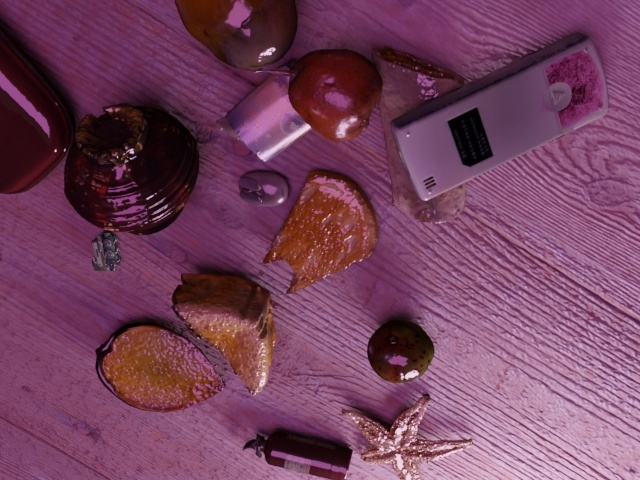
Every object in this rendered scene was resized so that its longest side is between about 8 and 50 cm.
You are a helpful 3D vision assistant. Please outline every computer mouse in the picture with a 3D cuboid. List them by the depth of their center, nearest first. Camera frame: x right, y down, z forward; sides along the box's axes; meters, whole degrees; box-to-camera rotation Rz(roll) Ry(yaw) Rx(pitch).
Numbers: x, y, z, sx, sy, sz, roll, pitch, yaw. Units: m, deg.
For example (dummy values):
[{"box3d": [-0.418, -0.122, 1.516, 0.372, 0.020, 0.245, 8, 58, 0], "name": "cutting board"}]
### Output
[{"box3d": [-0.105, -0.091, 1.603, 0.096, 0.039, 0.066, 4, 116, 11], "name": "computer mouse"}]

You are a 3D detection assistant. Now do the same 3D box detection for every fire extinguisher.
[{"box3d": [-0.052, 0.448, 1.843, 0.231, 0.071, 0.099, 11, 145, 8], "name": "fire extinguisher"}]

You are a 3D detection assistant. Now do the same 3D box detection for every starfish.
[{"box3d": [0.183, 0.418, 1.786, 0.231, 0.048, 0.295, -29, 107, 23], "name": "starfish"}]

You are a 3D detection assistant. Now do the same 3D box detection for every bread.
[{"box3d": [-0.150, 0.143, 1.652, 0.133, 0.174, 0.251, -36, 105, 21], "name": "bread"}]

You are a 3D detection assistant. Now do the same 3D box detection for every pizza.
[{"box3d": [0.000, 0.000, 1.628, 0.181, 0.034, 0.262, 35, 117, -6], "name": "pizza"}]

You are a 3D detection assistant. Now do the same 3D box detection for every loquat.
[{"box3d": [-0.130, -0.372, 1.392, 0.227, 0.179, 0.179, 46, 117, 8], "name": "loquat"}]

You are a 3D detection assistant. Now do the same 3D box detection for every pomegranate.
[{"box3d": [0.149, 0.213, 1.653, 0.130, 0.130, 0.130, 5, 116, 10], "name": "pomegranate"}]

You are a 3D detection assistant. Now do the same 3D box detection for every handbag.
[{"box3d": [-0.080, -0.214, 1.515, 0.173, 0.095, 0.117, -37, 104, 17], "name": "handbag"}]

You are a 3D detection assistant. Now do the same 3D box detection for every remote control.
[{"box3d": [0.285, -0.195, 1.393, 0.344, 0.050, 0.145, -25, 119, -2], "name": "remote control"}]

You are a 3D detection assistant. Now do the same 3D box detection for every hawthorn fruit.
[{"box3d": [0.015, -0.248, 1.397, 0.149, 0.149, 0.189, -36, 108, 25], "name": "hawthorn fruit"}]

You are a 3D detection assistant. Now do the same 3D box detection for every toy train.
[{"box3d": [-0.420, 0.021, 1.728, 0.053, 0.033, 0.083, 2, 116, 15], "name": "toy train"}]

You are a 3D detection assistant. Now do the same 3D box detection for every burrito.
[{"box3d": [0.170, -0.177, 1.469, 0.143, 0.105, 0.299, -1, 117, 17], "name": "burrito"}]

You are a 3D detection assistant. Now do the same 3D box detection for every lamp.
[{"box3d": [-0.327, -0.127, 1.526, 0.247, 0.247, 0.247, 5, 116, 10], "name": "lamp"}]

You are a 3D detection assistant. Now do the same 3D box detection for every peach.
[{"box3d": [-0.318, 0.254, 1.802, 0.279, 0.068, 0.189, 13, 110, 8], "name": "peach"}]

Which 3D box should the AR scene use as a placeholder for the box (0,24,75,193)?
[{"box3d": [-0.627, -0.269, 1.589, 0.263, 0.108, 0.404, -35, 105, 25], "name": "box"}]
